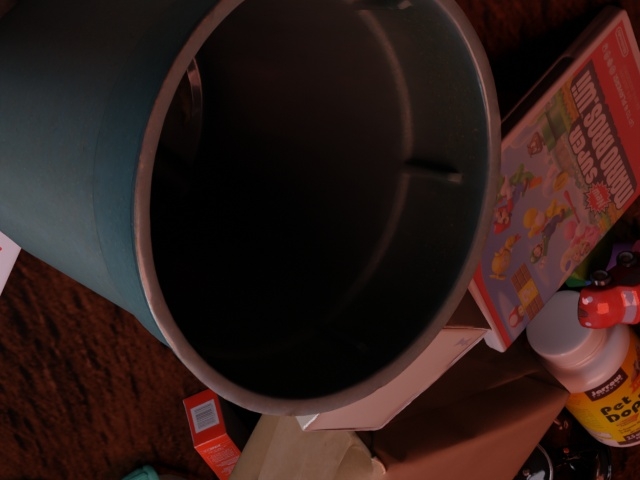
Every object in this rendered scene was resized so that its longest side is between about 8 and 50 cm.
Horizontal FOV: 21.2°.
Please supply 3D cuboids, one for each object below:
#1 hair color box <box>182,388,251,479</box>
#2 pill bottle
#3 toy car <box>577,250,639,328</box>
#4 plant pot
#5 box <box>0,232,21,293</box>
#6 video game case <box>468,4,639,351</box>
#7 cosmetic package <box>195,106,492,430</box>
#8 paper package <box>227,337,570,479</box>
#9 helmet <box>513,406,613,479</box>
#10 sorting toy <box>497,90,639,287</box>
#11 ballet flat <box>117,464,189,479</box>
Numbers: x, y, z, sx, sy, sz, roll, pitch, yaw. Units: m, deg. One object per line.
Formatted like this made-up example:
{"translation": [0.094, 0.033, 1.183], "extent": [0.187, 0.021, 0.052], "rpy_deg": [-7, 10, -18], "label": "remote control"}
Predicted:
{"translation": [-0.105, 0.234, 1.940], "extent": [0.043, 0.072, 0.141], "rpy_deg": [-24, 138, 7], "label": "hair color box"}
{"translation": [0.314, 0.142, 1.943], "extent": [0.117, 0.117, 0.215], "rpy_deg": [-30, 138, 15], "label": "pill bottle"}
{"translation": [0.379, -0.004, 1.778], "extent": [0.239, 0.053, 0.225], "rpy_deg": [4, 109, -48], "label": "toy car"}
{"translation": [-0.094, -0.073, 1.343], "extent": [0.341, 0.334, 0.341], "rpy_deg": [-12, 110, -37], "label": "plant pot"}
{"translation": [-0.395, -0.016, 1.527], "extent": [0.231, 0.126, 0.262], "rpy_deg": [11, 131, -26], "label": "box"}
{"translation": [0.224, -0.058, 1.624], "extent": [0.285, 0.025, 0.204], "rpy_deg": [-47, 134, -19], "label": "video game case"}
{"translation": [0.000, 0.000, 1.523], "extent": [0.113, 0.309, 0.160], "rpy_deg": [7, 136, -48], "label": "cosmetic package"}
{"translation": [0.067, 0.251, 1.873], "extent": [0.309, 0.168, 0.325], "rpy_deg": [-14, 143, -40], "label": "paper package"}
{"translation": [0.251, 0.285, 2.039], "extent": [0.169, 0.169, 0.161], "rpy_deg": [11, 123, -29], "label": "helmet"}
{"translation": [0.211, -0.026, 1.761], "extent": [0.126, 0.127, 0.365], "rpy_deg": [-7, 152, 36], "label": "sorting toy"}
{"translation": [-0.158, 0.337, 2.034], "extent": [0.087, 0.083, 0.247], "rpy_deg": [-39, 138, 3], "label": "ballet flat"}
